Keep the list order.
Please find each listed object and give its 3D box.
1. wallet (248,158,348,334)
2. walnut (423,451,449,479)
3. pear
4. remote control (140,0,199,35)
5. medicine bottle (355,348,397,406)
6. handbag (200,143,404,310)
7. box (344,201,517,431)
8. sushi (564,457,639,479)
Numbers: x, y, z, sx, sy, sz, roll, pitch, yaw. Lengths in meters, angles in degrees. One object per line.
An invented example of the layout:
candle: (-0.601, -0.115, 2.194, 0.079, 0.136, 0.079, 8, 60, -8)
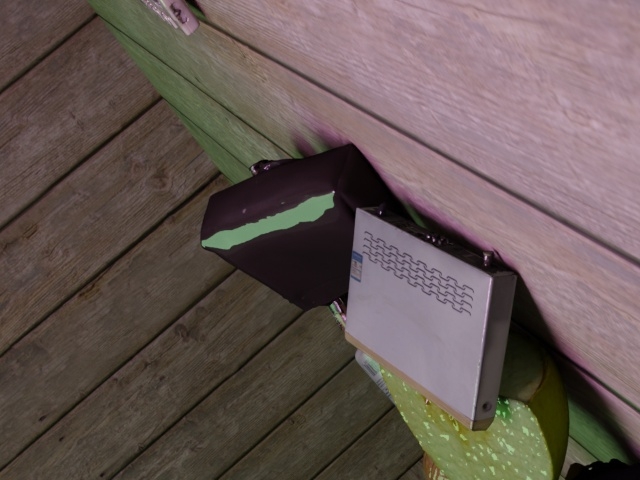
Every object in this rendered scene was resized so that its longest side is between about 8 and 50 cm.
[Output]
wallet: (-0.015, 0.011, 1.638, 0.317, 0.044, 0.169, 58, -171, -1)
walnut: (0.287, 0.408, 1.857, 0.213, 0.213, 0.213, 48, 174, 7)
pear: (0.231, 0.239, 1.274, 0.288, 0.139, 0.239, 9, 120, 55)
remote control: (-0.259, -0.394, 1.569, 0.230, 0.049, 0.090, 44, 171, 47)
medicine bottle: (0.205, 0.254, 1.730, 0.289, 0.157, 0.157, 49, 174, 8)
handbag: (0.000, 0.000, 1.417, 0.285, 0.114, 0.257, -17, 130, 38)
box: (0.123, 0.079, 1.196, 0.270, 0.045, 0.211, 28, 119, 54)
sushi: (0.360, 0.340, 1.221, 0.172, 0.153, 0.150, 51, 170, 54)
